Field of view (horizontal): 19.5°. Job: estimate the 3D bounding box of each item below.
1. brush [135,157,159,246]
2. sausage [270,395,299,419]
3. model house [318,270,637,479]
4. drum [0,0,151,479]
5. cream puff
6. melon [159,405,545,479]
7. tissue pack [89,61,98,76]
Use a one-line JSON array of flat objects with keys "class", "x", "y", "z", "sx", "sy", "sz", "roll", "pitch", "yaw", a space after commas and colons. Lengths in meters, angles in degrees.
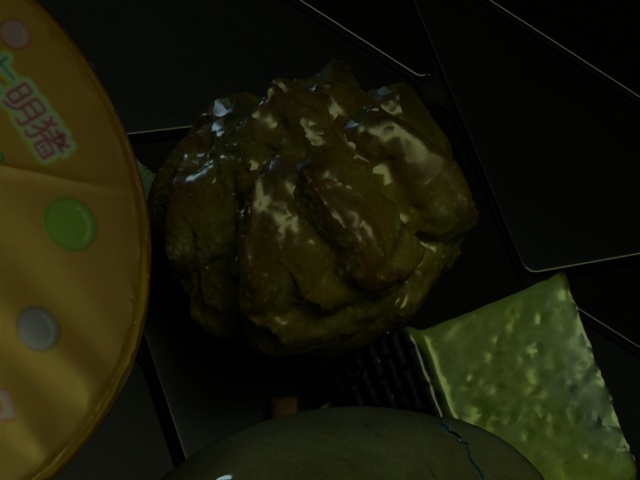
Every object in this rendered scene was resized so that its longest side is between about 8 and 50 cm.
[{"class": "brush", "x": -0.187, "y": 0.009, "z": 1.419, "sx": 0.083, "sy": 0.011, "sz": 0.205, "roll": 39, "pitch": 54, "yaw": -1}, {"class": "sausage", "x": -0.028, "y": 0.169, "z": 1.394, "sx": 0.026, "sy": 0.026, "sz": 0.116, "roll": 12, "pitch": 58, "yaw": -19}, {"class": "model house", "x": 0.118, "y": 0.159, "z": 1.424, "sx": 0.211, "sy": 0.170, "sz": 0.194, "roll": -19, "pitch": 77, "yaw": -3}, {"class": "drum", "x": -0.327, "y": 0.015, "z": 1.115, "sx": 0.431, "sy": 0.214, "sz": 0.431, "roll": 13, "pitch": 64, "yaw": -28}, {"class": "cream puff", "x": -0.007, "y": -0.026, "z": 1.395, "sx": 0.244, "sy": 0.196, "sz": 0.244, "roll": 4, "pitch": 58, "yaw": -7}, {"class": "melon", "x": 0.022, "y": 0.245, "z": 1.224, "sx": 0.330, "sy": 0.268, "sz": 0.268, "roll": -8, "pitch": 66, "yaw": -13}, {"class": "tissue pack", "x": -0.212, "y": -0.090, "z": 1.398, "sx": 0.112, "sy": 0.051, "sz": 0.156, "roll": 16, "pitch": 32, "yaw": -31}]
